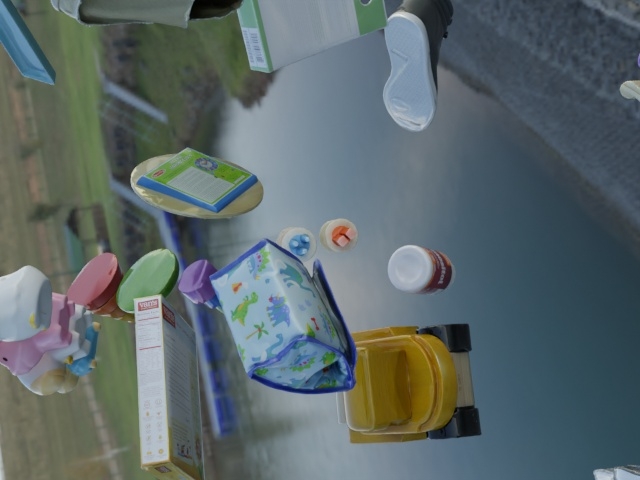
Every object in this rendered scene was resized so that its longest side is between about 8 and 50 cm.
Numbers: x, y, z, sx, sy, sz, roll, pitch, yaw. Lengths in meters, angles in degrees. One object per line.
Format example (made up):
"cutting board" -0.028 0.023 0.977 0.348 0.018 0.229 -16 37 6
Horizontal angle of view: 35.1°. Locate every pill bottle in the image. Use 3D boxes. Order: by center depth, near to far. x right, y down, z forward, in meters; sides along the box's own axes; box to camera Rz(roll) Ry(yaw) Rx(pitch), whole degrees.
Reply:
"pill bottle" 0.190 0.056 1.842 0.152 0.086 0.086 11 -117 -61

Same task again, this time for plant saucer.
"plant saucer" -0.412 -0.285 1.337 0.067 0.018 0.192 19 150 31

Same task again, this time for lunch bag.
"lunch bag" -0.024 0.086 1.043 0.151 0.096 0.129 36 -154 -54

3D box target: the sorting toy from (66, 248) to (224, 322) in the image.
"sorting toy" -0.279 0.100 1.738 0.365 0.127 0.126 -3 140 41

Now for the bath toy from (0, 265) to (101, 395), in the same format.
"bath toy" -0.438 0.141 1.524 0.348 0.129 0.151 82 -168 -70

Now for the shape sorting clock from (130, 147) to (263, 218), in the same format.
"shape sorting clock" -0.191 -0.084 1.573 0.206 0.206 0.040 -117 36 -52

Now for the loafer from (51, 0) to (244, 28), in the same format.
"loafer" -0.185 -0.295 1.164 0.092 0.268 0.102 43 131 20

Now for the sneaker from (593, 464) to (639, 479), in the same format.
"sneaker" 0.598 0.508 1.978 0.297 0.111 0.129 62 -151 -73

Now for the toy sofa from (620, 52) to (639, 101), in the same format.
"toy sofa" 0.586 -0.337 1.445 0.177 0.150 0.362 50 128 24

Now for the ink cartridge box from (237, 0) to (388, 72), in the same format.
"ink cartridge box" -0.016 -0.373 1.540 0.056 0.235 0.171 20 129 51

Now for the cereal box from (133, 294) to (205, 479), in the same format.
"cereal box" -0.211 0.216 1.424 0.173 0.047 0.240 67 -166 -63

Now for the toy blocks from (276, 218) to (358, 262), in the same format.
"toy blocks" 0.000 0.000 1.516 0.148 0.123 0.054 -173 73 -82

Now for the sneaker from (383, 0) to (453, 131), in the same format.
"sneaker" 0.183 -0.329 1.807 0.147 0.104 0.296 -60 -22 -30

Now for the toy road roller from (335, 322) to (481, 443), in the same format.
"toy road roller" 0.104 0.250 1.753 0.329 0.240 0.202 -15 76 49
